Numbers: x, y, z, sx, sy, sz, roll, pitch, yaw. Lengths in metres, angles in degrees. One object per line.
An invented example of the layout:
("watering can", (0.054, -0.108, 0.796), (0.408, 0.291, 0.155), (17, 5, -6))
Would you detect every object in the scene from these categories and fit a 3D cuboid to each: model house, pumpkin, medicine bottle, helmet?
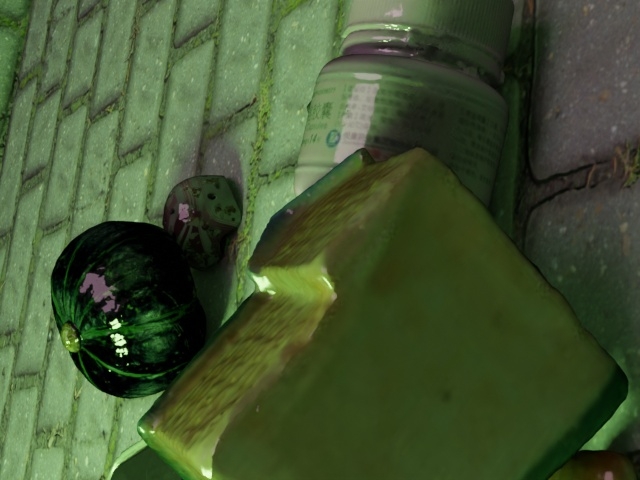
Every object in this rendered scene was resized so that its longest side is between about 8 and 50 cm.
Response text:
("model house", (0.035, 0.149, 1.196), (0.382, 0.334, 0.342), (-46, 13, -15))
("pumpkin", (-0.338, 0.122, 1.947), (0.315, 0.238, 0.315), (26, 124, 45))
("medicine bottle", (0.110, -0.162, 1.397), (0.241, 0.241, 0.302), (5, 80, 59))
("helmet", (-0.226, -0.038, 2.016), (0.177, 0.107, 0.153), (-58, 37, 23))

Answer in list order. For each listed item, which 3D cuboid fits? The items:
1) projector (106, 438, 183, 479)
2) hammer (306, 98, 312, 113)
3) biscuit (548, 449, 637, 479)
("projector", (-0.133, 0.398, 1.519), (0.248, 0.249, 0.249), (-36, 47, 44))
("hammer", (0.098, -0.276, 1.668), (0.365, 0.043, 0.111), (-50, 38, 32))
("biscuit", (0.214, 0.357, 1.136), (0.237, 0.062, 0.291), (-17, 63, 42))
